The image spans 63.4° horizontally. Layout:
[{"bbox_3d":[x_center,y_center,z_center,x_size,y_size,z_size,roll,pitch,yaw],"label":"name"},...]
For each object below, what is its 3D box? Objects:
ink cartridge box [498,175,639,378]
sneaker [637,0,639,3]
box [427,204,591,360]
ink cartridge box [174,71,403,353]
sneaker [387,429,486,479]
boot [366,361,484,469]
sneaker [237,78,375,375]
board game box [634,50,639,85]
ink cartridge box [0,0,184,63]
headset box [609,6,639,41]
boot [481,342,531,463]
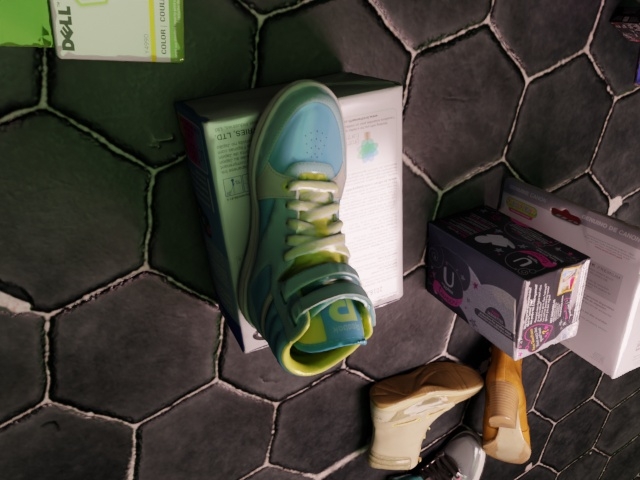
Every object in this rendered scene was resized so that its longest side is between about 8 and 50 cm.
[{"bbox_3d":[0.471,0.040,0.948,0.130,0.309,0.272,-13,119,-22],"label":"ink cartridge box"},{"bbox_3d":[0.466,-0.457,0.854,0.267,0.101,0.106,23,117,-29],"label":"sneaker"},{"bbox_3d":[0.313,0.065,0.914,0.142,0.247,0.163,-15,119,-19],"label":"box"},{"bbox_3d":[-0.029,-0.017,0.754,0.270,0.151,0.395,-16,118,-20],"label":"ink cartridge box"},{"bbox_3d":[0.251,0.564,1.207,0.178,0.124,0.295,22,103,-44],"label":"sneaker"},{"bbox_3d":[0.221,0.379,1.110,0.262,0.095,0.203,-9,117,-22],"label":"boot"},{"bbox_3d":[0.000,0.000,0.562,0.127,0.208,0.319,-3,114,-25],"label":"sneaker"},{"bbox_3d":[0.780,-0.429,0.989,0.291,0.141,0.232,-18,120,-20],"label":"board game box"},{"bbox_3d":[-0.279,-0.284,0.526,0.255,0.097,0.189,-8,117,-26],"label":"ink cartridge box"},{"bbox_3d":[0.584,-0.394,0.951,0.083,0.062,0.032,17,105,-32],"label":"headset box"},{"bbox_3d":[0.425,0.356,1.169,0.295,0.104,0.211,67,34,-43],"label":"boot"}]
